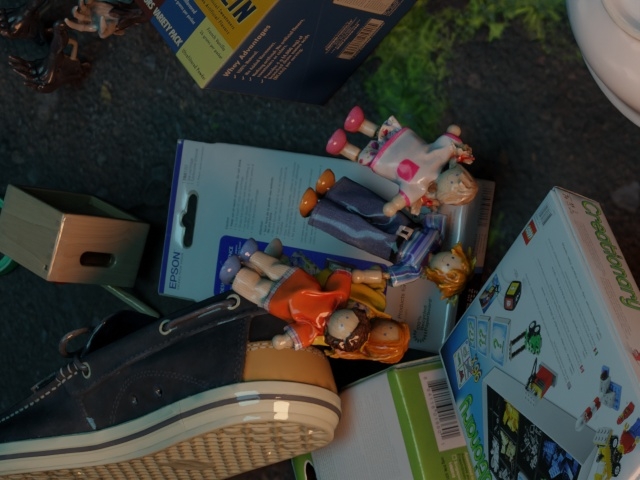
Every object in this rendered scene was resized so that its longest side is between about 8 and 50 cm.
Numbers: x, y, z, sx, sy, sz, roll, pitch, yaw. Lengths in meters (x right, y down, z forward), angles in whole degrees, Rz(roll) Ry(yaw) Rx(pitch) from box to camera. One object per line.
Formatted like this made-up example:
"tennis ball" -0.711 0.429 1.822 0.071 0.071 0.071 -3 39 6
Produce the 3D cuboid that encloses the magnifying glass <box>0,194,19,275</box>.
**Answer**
"magnifying glass" -0.421 -0.026 1.941 0.231 0.026 0.092 20 100 32

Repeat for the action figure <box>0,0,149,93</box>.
"action figure" -0.232 -0.270 1.757 0.275 0.141 0.164 -39 68 30

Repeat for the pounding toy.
"pounding toy" -0.243 0.013 1.777 0.130 0.141 0.100 26 103 45

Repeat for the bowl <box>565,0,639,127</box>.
"bowl" 0.316 -0.223 1.408 0.298 0.134 0.298 -1 88 32

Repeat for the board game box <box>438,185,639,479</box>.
"board game box" 0.187 0.123 1.335 0.193 0.053 0.305 -58 27 30

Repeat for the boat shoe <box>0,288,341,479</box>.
"boat shoe" -0.175 0.157 1.684 0.500 0.187 0.156 -21 62 42

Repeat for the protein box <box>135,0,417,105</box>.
"protein box" -0.027 -0.246 1.586 0.200 0.201 0.136 -47 66 23

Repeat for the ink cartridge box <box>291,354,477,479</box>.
"ink cartridge box" 0.072 0.221 1.589 0.255 0.097 0.189 -31 71 61

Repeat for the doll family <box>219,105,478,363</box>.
"doll family" 0.045 0.015 1.508 0.163 0.118 0.263 30 67 19

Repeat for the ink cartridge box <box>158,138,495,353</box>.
"ink cartridge box" 0.000 0.000 1.648 0.332 0.065 0.165 11 95 31
